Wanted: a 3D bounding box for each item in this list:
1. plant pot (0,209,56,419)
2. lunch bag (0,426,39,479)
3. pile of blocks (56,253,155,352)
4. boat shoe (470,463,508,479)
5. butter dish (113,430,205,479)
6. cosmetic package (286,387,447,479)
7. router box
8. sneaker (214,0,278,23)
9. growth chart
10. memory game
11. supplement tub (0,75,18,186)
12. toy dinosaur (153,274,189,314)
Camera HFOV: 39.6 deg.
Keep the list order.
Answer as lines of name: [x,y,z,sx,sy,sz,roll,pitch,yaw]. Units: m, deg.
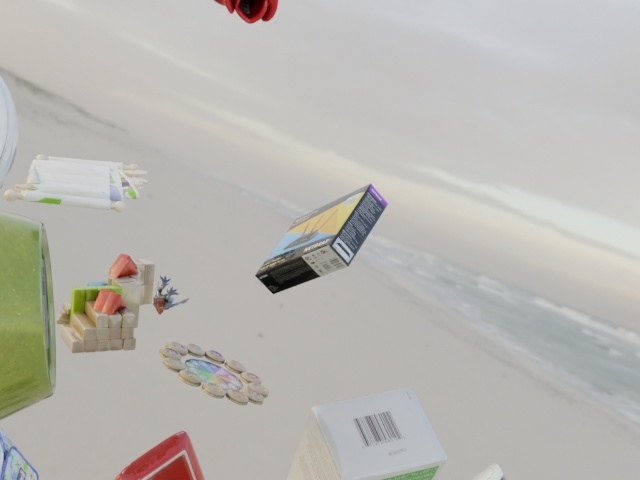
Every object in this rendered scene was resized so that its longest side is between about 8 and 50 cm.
plant pot: [-0.352,0.061,0.653,0.293,0.274,0.275,-4,8,-13]
lunch bag: [-0.582,0.423,1.621,0.151,0.096,0.129,46,-19,42]
pile of blocks: [-0.385,0.089,1.595,0.149,0.112,0.362,6,12,-5]
boat shoe: [0.196,0.386,1.183,0.091,0.109,0.305,47,-30,17]
butter dish: [-0.277,0.414,1.455,0.118,0.160,0.160,-11,11,39]
cosmetic package: [0.058,0.431,1.546,0.197,0.365,0.155,-8,48,-22]
router box: [0.000,0.000,1.270,0.046,0.133,0.179,48,-39,-17]
sneaker: [-0.090,-0.269,0.918,0.087,0.128,0.221,7,-16,-10]
growth chart: [-0.325,-0.083,1.223,0.172,0.021,0.237,8,17,-11]
memory game: [-0.164,0.204,1.379,0.186,0.012,0.186,25,8,-4]
supplement tub: [-0.402,-0.103,0.878,0.191,0.191,0.272,20,-8,-20]
toy dinosaur: [-0.235,0.086,1.292,0.047,0.082,0.090,44,40,11]
